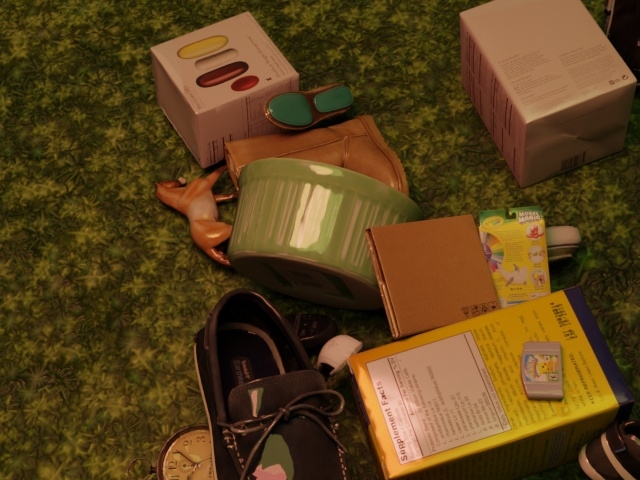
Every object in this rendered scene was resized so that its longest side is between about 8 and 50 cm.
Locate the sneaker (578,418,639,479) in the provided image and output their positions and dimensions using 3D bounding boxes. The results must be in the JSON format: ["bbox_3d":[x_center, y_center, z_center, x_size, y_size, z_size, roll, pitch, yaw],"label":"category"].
[{"bbox_3d":[0.476,0.323,1.405,0.217,0.121,0.079,30,40,-8],"label":"sneaker"}]

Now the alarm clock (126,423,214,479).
[{"bbox_3d":[-0.200,0.349,1.563,0.192,0.064,0.129,0,59,4],"label":"alarm clock"}]

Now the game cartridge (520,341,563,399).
[{"bbox_3d":[0.301,0.176,1.397,0.056,0.017,0.083,-2,59,10],"label":"game cartridge"}]

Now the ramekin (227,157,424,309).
[{"bbox_3d":[0.000,0.000,1.612,0.303,0.303,0.148,11,74,14],"label":"ramekin"}]

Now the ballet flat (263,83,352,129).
[{"bbox_3d":[-0.031,-0.230,1.816,0.206,0.067,0.073,-15,88,-41],"label":"ballet flat"}]

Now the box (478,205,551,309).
[{"bbox_3d":[0.300,0.039,1.591,0.105,0.043,0.179,-4,89,8],"label":"box"}]

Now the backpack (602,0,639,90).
[{"bbox_3d":[0.612,-0.414,1.800,0.225,0.253,0.191,5,40,12],"label":"backpack"}]

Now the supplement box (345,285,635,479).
[{"bbox_3d":[0.239,0.237,1.492,0.356,0.195,0.194,-16,58,-3],"label":"supplement box"}]

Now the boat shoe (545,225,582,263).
[{"bbox_3d":[0.280,0.053,1.666,0.302,0.109,0.094,-16,81,4],"label":"boat shoe"}]

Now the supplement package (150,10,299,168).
[{"bbox_3d":[-0.173,-0.276,1.869,0.203,0.149,0.194,-26,58,-19],"label":"supplement package"}]

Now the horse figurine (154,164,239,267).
[{"bbox_3d":[-0.178,-0.043,1.795,0.174,0.066,0.263,-19,55,-12],"label":"horse figurine"}]

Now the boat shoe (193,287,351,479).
[{"bbox_3d":[-0.063,0.261,1.431,0.187,0.156,0.500,-5,41,-21],"label":"boat shoe"}]

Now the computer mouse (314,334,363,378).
[{"bbox_3d":[0.019,0.175,1.567,0.042,0.193,0.106,45,72,3],"label":"computer mouse"}]

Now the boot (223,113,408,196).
[{"bbox_3d":[-0.008,-0.111,1.776,0.269,0.089,0.236,-14,45,-14],"label":"boot"}]

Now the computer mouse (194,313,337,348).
[{"bbox_3d":[-0.089,0.158,1.680,0.242,0.041,0.071,-4,35,14],"label":"computer mouse"}]

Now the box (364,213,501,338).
[{"bbox_3d":[0.169,0.049,1.517,0.201,0.021,0.164,-8,77,-34],"label":"box"}]

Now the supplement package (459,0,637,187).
[{"bbox_3d":[0.383,-0.274,1.776,0.199,0.198,0.263,-21,59,-4],"label":"supplement package"}]
